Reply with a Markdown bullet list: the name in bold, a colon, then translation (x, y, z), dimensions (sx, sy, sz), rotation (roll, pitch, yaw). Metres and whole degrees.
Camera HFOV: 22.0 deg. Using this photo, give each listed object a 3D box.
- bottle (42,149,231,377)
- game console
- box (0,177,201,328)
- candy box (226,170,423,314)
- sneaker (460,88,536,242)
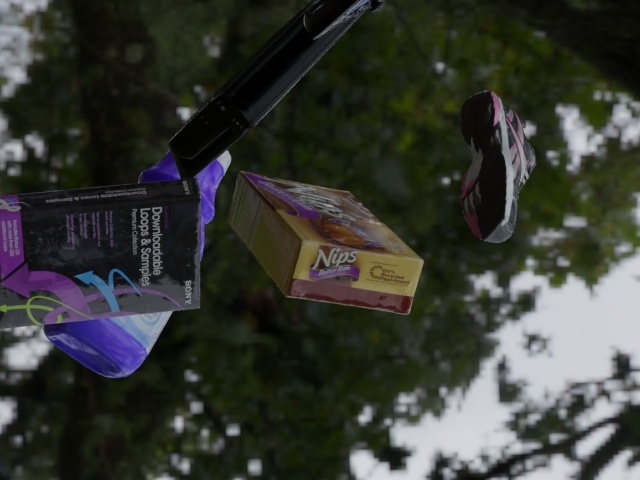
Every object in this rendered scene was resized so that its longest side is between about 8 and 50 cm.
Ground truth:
- **bottle**: translation (-0.190, 0.008, 1.801), dimensions (0.092, 0.118, 0.283), rotation (-15, -138, 58)
- **game console**: translation (0.014, -0.177, 1.296), dimensions (0.044, 0.213, 0.361), rotation (46, -38, -7)
- **box**: translation (-0.171, 0.011, 1.254), dimensions (0.029, 0.162, 0.116), rotation (-110, -162, -47)
- **candy box**: translation (0.000, 0.000, 1.371), dimensions (0.186, 0.109, 0.053), rotation (-130, -127, -63)
- **sneaker**: translation (0.204, -0.079, 1.795), dimensions (0.072, 0.077, 0.178), rotation (-27, -129, 47)
